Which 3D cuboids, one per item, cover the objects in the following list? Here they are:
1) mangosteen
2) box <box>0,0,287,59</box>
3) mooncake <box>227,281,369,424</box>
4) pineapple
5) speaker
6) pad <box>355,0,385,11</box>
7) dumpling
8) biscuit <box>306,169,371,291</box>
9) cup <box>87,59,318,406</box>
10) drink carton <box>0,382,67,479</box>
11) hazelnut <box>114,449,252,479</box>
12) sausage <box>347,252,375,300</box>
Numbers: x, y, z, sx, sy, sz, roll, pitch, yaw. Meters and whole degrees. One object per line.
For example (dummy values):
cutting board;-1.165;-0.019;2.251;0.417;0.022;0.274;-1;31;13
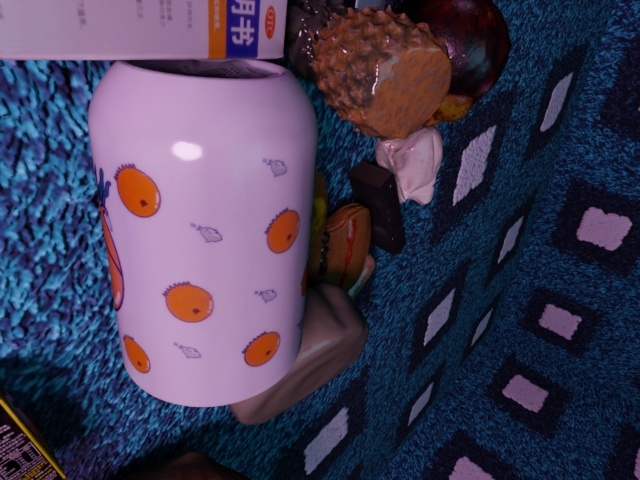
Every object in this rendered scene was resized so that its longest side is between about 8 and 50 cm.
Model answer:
mangosteen;0.184;-0.282;0.648;0.210;0.210;0.209;-33;138;-35
box;-0.158;-0.245;0.300;0.299;0.106;0.200;-25;134;-44
mooncake;-0.048;0.180;0.693;0.275;0.135;0.275;-27;152;-16
pineapple;0.014;-0.206;0.433;0.125;0.251;0.125;-29;144;-23
speaker;0.119;-0.058;0.837;0.044;0.082;0.218;-48;146;-18
pad;0.071;-0.338;0.532;0.232;0.004;0.156;-62;162;-56
dumpling;0.169;-0.162;0.806;0.136;0.118;0.199;-16;100;-30
biscuit;0.001;0.001;0.723;0.277;0.052;0.262;-5;120;-44
cup;-0.111;-0.018;0.442;0.212;0.212;0.317;-24;131;-43
drink carton;-0.336;0.209;0.440;0.056;0.071;0.165;-36;139;-37
hazelnut;-0.228;0.520;0.607;0.366;0.366;0.365;-33;138;-35
sausage;0.015;0.145;0.875;0.301;0.066;0.065;-50;146;-12
